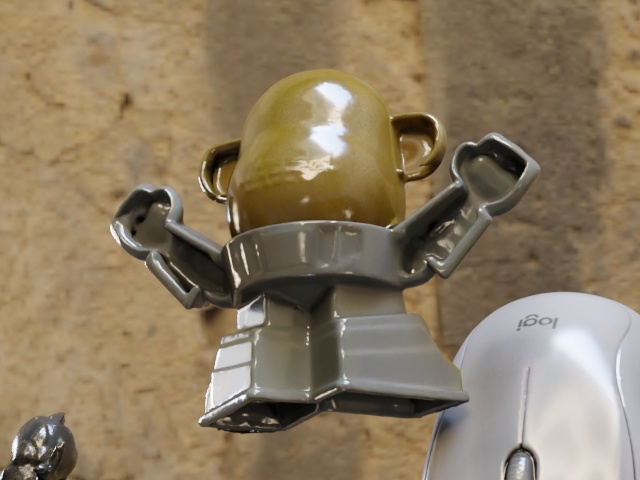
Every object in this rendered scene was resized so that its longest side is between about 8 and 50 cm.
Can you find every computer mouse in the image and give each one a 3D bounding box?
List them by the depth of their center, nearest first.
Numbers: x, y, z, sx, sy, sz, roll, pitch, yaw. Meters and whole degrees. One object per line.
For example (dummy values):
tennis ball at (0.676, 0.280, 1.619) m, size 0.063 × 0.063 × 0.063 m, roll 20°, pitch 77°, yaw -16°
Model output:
computer mouse at (0.179, 0.140, 1.235) m, size 0.184 × 0.297 × 0.121 m, roll 1°, pitch -53°, yaw 23°

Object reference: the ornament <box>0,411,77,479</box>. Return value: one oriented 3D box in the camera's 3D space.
ornament at (-0.276, 0.218, 1.455) m, size 0.236 × 0.080 × 0.202 m, roll 108°, pitch 4°, yaw -61°

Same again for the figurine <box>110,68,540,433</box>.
figurine at (0.001, 0.000, 1.253) m, size 0.167 × 0.343 × 0.284 m, roll 99°, pitch -13°, yaw -73°
